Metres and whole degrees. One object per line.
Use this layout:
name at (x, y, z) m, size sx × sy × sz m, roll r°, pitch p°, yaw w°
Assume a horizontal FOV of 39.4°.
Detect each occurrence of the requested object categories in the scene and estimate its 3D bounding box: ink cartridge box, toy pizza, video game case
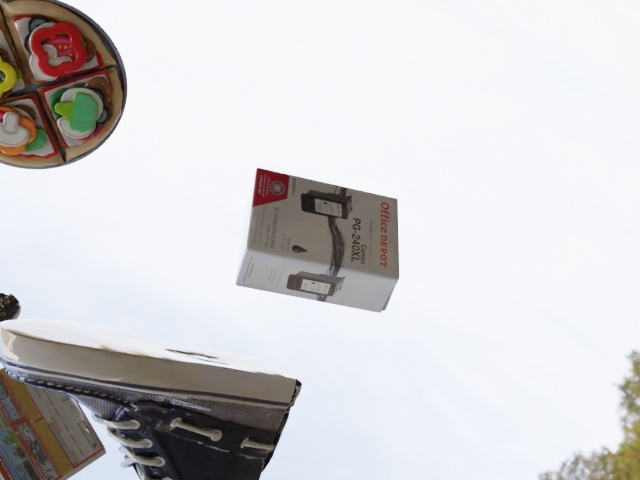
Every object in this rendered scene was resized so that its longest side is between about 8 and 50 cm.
ink cartridge box at (0.000, 0.000, 0.876) m, size 0.150 × 0.063 × 0.109 m, roll 11°, pitch -131°, yaw -9°
toy pizza at (-0.310, -0.163, 0.964) m, size 0.201 × 0.201 × 0.032 m, roll 14°, pitch -154°, yaw -24°
video game case at (-0.452, 0.289, 1.389) m, size 0.204 × 0.025 × 0.285 m, roll 58°, pitch -169°, yaw 3°

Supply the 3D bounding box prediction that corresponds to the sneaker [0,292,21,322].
sneaker at (-0.549, 0.180, 1.382) m, size 0.085 × 0.237 × 0.086 m, roll 34°, pitch 168°, yaw 32°

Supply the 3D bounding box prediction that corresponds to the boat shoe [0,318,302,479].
boat shoe at (-0.177, 0.184, 0.907) m, size 0.340 × 0.158 × 0.127 m, roll 17°, pitch 180°, yaw -35°
